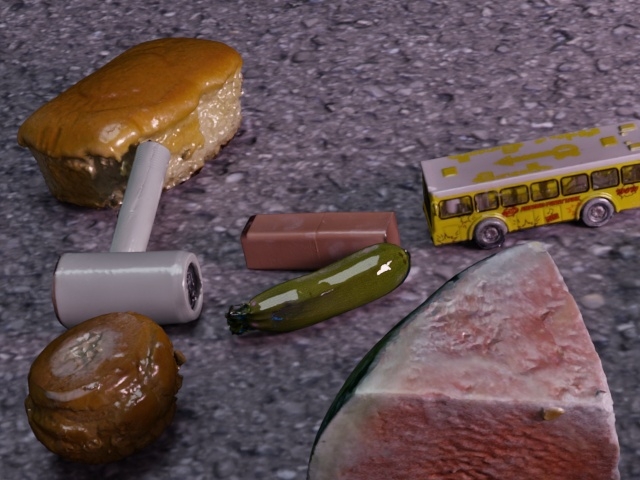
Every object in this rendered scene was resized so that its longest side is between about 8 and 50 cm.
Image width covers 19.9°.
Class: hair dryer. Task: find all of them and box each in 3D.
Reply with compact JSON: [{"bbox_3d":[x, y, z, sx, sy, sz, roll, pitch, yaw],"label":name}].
[{"bbox_3d":[-0.169,-0.011,1.767,0.131,0.073,0.236,-3,42,12],"label":"hair dryer"}]

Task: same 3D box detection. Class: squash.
[{"bbox_3d":[0.001,0.047,1.662,0.183,0.052,0.052,-19,32,-15],"label":"squash"}]

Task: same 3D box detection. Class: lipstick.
[{"bbox_3d":[0.000,0.000,1.743,0.145,0.045,0.045,-2,31,18],"label":"lipstick"}]

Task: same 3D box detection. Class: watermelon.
[{"bbox_3d":[0.122,0.145,1.368,0.262,0.213,0.201,-34,54,-23],"label":"watermelon"}]

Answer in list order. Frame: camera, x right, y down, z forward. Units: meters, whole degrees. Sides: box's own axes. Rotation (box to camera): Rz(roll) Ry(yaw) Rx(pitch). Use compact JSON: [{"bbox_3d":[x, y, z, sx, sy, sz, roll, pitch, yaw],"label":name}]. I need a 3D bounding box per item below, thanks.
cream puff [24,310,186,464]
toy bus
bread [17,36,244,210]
[{"bbox_3d":[-0.181,0.131,1.542,0.126,0.103,0.144,3,34,32],"label":"cream puff"},{"bbox_3d":[0.209,-0.050,1.725,0.226,0.074,0.081,-10,32,2],"label":"toy bus"},{"bbox_3d":[-0.194,-0.130,1.948,0.174,0.121,0.245,18,44,37],"label":"bread"}]
